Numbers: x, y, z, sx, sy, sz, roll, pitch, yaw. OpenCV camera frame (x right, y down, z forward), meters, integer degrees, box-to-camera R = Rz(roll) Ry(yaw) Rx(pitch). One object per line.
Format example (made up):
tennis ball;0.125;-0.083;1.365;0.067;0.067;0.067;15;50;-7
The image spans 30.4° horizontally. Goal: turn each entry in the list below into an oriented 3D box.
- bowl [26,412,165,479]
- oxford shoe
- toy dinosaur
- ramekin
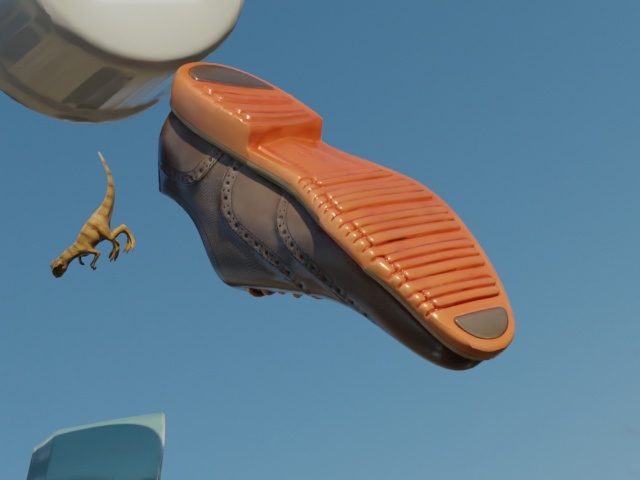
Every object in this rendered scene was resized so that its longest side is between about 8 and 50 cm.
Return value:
bowl;-0.309;0.368;1.534;0.163;0.311;0.311;10;-41;-11
oxford shoe;0.000;0.000;0.915;0.130;0.364;0.132;-4;-53;-45
toy dinosaur;-0.351;-0.024;1.879;0.112;0.064;0.211;38;-109;-32
ramekin;-0.201;-0.258;1.093;0.277;0.277;0.135;-2;-10;-37
